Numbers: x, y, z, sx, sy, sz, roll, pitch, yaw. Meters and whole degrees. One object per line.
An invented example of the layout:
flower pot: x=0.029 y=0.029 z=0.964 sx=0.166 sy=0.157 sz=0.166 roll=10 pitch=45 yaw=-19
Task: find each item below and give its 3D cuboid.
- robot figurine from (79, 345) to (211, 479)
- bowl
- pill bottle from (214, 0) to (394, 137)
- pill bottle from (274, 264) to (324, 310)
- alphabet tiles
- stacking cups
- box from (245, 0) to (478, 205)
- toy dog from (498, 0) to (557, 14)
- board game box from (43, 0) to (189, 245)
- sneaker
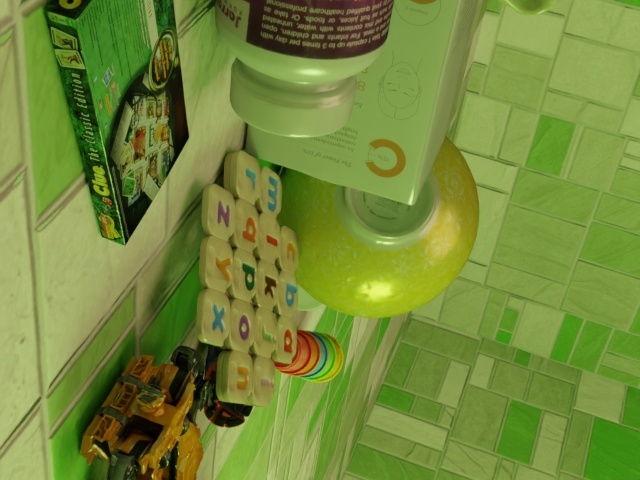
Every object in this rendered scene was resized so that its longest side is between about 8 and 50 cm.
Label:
robot figurine: x=-0.186 y=0.238 z=1.082 sx=0.291 sy=0.085 sz=0.211 roll=97 pitch=15 yaw=-46
bowl: x=0.081 y=-0.047 z=1.352 sx=0.156 sy=0.289 sz=0.290 roll=122 pitch=-12 yaw=-81
pill bottle: x=-0.010 y=-0.254 z=0.948 sx=0.169 sy=0.169 sz=0.302 roll=-58 pitch=162 yaw=-52
pill bottle: x=0.000 y=0.000 z=1.542 sx=0.208 sy=0.117 sz=0.118 roll=-58 pitch=162 yaw=-50
alphabet tiles: x=-0.082 y=0.047 z=1.194 sx=0.278 sy=0.021 sz=0.284 roll=29 pitch=60 yaw=-68
stacking cups: x=-0.037 y=0.202 z=1.787 sx=0.316 sy=0.096 sz=0.096 roll=27 pitch=81 yaw=-75
box: x=0.056 y=-0.247 z=1.163 sx=0.168 sy=0.215 sz=0.345 roll=-59 pitch=164 yaw=-51
toy dog: x=0.199 y=-0.561 z=1.377 sx=0.395 sy=0.284 sz=0.408 roll=53 pitch=50 yaw=-45
board game box: x=-0.152 y=-0.124 z=0.822 sx=0.260 sy=0.030 sz=0.136 roll=93 pitch=21 yaw=-54
sneaker: x=-0.113 y=0.124 z=1.323 sx=0.087 sy=0.083 sz=0.221 roll=-170 pitch=-85 yaw=-76
